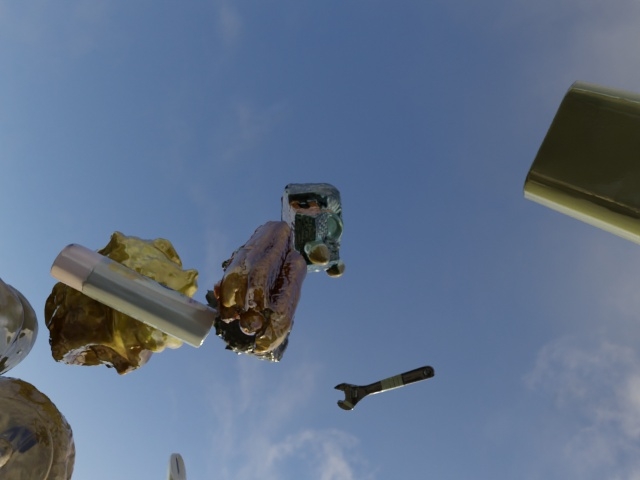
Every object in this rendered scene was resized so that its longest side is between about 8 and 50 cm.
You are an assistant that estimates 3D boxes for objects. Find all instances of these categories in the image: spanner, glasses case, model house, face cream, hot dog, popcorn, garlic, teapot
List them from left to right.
[{"bbox_3d":[-0.688,0.174,0.993,0.210,0.237,0.292,17,-104,5],"label":"garlic"},{"bbox_3d":[-0.353,0.217,0.513,0.167,0.203,0.311,-34,-112,36],"label":"teapot"},{"bbox_3d":[-0.404,0.129,1.024,0.297,0.316,0.281,32,-23,32],"label":"popcorn"},{"bbox_3d":[-0.312,0.093,0.854,0.073,0.269,0.107,-64,-168,-11],"label":"face cream"},{"bbox_3d":[-0.311,0.515,1.085,0.164,0.041,0.063,-176,-86,-71],"label":"glasses case"},{"bbox_3d":[-0.109,0.071,0.932,0.117,0.349,0.158,-20,-73,12],"label":"hot dog"},{"bbox_3d":[0.000,0.000,1.419,0.291,0.184,0.253,-118,-153,-60],"label":"model house"},{"bbox_3d":[0.183,0.421,1.480,0.315,0.024,0.087,-24,-83,19],"label":"spanner"}]

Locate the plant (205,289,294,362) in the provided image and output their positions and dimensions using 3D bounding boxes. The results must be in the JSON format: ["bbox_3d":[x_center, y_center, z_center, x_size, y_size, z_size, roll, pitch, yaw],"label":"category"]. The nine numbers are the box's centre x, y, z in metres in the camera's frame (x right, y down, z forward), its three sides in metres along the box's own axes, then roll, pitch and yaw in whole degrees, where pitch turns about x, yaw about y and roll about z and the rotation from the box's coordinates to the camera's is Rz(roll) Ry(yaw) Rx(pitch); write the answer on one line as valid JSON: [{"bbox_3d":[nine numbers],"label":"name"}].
[{"bbox_3d":[-0.261,0.284,1.727,0.312,0.215,0.213,10,-104,10],"label":"plant"}]

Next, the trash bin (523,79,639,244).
[{"bbox_3d":[0.514,-0.133,0.866,0.247,0.121,0.243,28,-77,32],"label":"trash bin"}]
